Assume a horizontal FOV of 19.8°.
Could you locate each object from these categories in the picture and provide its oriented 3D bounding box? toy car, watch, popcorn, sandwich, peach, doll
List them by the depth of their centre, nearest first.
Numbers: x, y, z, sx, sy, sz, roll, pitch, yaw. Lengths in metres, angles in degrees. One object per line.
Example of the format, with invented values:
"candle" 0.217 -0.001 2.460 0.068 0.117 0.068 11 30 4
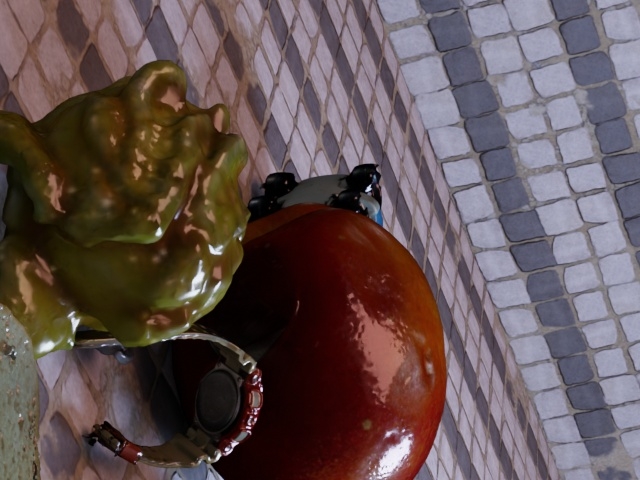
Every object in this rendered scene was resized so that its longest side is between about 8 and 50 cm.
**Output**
"sandwich" -0.334 0.143 1.618 0.273 0.095 0.249 59 23 -62
"popcorn" -0.230 -0.041 1.851 0.325 0.290 0.321 42 31 -11
"watch" -0.184 0.169 2.015 0.268 0.102 0.165 1 109 -42
"doll" -0.237 0.089 2.080 0.194 0.062 0.104 -19 96 -80
"peach" -0.021 0.136 2.258 0.310 0.335 0.406 31 56 -65
"toy car" 0.000 0.000 2.690 0.255 0.188 0.190 -67 149 -67
